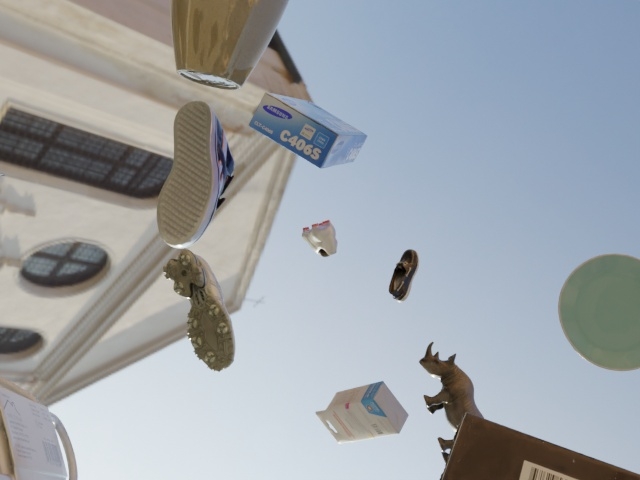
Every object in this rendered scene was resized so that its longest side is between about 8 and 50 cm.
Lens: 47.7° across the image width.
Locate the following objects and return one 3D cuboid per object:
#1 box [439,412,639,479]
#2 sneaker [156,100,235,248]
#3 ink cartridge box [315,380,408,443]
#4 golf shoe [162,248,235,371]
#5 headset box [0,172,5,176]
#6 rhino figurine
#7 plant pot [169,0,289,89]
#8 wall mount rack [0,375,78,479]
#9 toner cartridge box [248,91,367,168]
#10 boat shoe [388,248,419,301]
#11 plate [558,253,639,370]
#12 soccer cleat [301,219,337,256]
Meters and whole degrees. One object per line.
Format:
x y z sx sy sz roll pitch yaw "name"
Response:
0.319 0.458 1.116 0.296 0.183 0.294 18 -45 17 "box"
-0.243 -0.118 1.474 0.126 0.127 0.321 -3 -115 17 "sneaker"
0.088 0.381 1.593 0.181 0.061 0.104 -24 -72 41 "ink cartridge box"
-0.151 0.095 1.013 0.069 0.086 0.176 -25 -103 17 "golf shoe"
-0.323 -0.050 0.637 0.062 0.083 0.032 -179 -101 -72 "headset box"
0.268 0.325 1.487 0.106 0.073 0.243 -17 -107 3 "rhino figurine"
-0.184 -0.438 1.379 0.256 0.256 0.274 12 -92 44 "plant pot"
-0.412 0.214 0.858 0.130 0.350 0.304 -21 -110 -9 "wall mount rack"
-0.014 -0.226 1.493 0.165 0.348 0.075 30 -77 6 "toner cartridge box"
0.172 0.067 1.512 0.046 0.038 0.125 -9 -129 47 "boat shoe"
0.475 0.115 1.163 0.188 0.024 0.188 -1 -101 3 "plate"
0.000 0.000 1.585 0.196 0.068 0.076 169 -95 -83 "soccer cleat"
